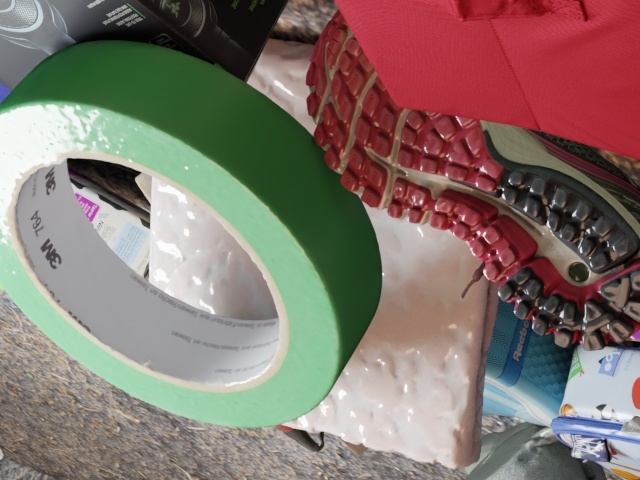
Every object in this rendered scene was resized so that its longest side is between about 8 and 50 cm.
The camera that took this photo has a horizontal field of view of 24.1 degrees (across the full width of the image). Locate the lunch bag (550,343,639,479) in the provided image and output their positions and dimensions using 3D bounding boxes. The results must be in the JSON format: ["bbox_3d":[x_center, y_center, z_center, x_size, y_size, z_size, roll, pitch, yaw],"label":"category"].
[{"bbox_3d":[0.370,0.187,1.358,0.303,0.115,0.243,28,166,-35],"label":"lunch bag"}]

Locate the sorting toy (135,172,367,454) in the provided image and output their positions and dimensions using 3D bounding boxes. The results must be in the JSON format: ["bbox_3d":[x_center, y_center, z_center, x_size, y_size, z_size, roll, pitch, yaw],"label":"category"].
[{"bbox_3d":[-0.038,0.051,1.472,0.257,0.089,0.255,53,-178,36],"label":"sorting toy"}]

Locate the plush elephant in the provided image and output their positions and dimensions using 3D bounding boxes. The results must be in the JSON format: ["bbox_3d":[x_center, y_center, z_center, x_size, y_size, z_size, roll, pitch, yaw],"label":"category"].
[{"bbox_3d":[0.272,0.329,1.619,0.255,0.272,0.330,49,136,1],"label":"plush elephant"}]

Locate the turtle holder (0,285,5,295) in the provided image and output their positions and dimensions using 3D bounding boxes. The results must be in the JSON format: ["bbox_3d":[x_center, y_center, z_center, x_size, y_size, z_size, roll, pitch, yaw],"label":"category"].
[{"bbox_3d":[-0.451,-0.025,1.730,0.320,0.243,0.227,-22,144,35],"label":"turtle holder"}]

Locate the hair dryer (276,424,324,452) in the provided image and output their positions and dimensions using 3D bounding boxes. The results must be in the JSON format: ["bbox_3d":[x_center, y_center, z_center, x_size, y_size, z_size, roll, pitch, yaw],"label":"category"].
[{"bbox_3d":[-0.076,0.123,1.531,0.224,0.080,0.293,49,-165,10],"label":"hair dryer"}]

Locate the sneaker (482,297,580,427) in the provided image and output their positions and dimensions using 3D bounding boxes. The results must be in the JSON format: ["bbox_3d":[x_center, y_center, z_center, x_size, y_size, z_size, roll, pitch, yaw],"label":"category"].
[{"bbox_3d":[0.119,0.087,1.452,0.208,0.127,0.319,-3,143,48],"label":"sneaker"}]

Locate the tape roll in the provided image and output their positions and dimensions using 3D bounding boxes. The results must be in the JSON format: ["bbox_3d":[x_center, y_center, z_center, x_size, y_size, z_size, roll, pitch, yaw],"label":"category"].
[{"bbox_3d":[-0.113,0.003,1.117,0.321,0.077,0.321,19,140,17],"label":"tape roll"}]

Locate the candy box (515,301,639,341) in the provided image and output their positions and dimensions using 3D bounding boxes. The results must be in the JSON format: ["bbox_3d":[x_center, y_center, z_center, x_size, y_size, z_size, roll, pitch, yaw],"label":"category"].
[{"bbox_3d":[0.250,0.040,1.297,0.186,0.053,0.109,6,151,45],"label":"candy box"}]

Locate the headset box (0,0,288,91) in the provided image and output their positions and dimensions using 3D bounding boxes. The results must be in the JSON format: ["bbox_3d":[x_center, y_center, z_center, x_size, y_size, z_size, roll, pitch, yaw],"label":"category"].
[{"bbox_3d":[-0.183,-0.206,1.113,0.283,0.131,0.246,37,153,-26],"label":"headset box"}]

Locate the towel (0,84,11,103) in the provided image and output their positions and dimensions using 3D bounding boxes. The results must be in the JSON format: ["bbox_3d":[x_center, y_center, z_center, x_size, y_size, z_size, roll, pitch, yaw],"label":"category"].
[{"bbox_3d":[-0.296,-0.175,1.414,0.308,0.076,0.227,11,160,32],"label":"towel"}]

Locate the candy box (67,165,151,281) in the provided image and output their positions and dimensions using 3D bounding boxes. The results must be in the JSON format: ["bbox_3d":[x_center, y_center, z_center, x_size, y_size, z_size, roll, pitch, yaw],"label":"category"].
[{"bbox_3d":[-0.246,-0.023,1.581,0.233,0.071,0.159,28,-179,15],"label":"candy box"}]

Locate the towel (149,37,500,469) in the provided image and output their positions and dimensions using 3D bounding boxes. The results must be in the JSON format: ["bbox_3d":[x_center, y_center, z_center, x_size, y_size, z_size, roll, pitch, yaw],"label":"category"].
[{"bbox_3d":[0.000,0.000,1.217,0.331,0.317,0.053,11,-167,32],"label":"towel"}]

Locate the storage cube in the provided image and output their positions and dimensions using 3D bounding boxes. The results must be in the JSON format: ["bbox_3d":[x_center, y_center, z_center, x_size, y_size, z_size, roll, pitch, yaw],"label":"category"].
[{"bbox_3d":[0.125,-0.174,0.760,0.183,0.215,0.193,15,162,25],"label":"storage cube"}]

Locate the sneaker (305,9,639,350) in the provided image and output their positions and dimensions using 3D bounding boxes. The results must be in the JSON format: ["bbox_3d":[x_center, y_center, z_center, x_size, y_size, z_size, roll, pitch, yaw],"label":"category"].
[{"bbox_3d":[0.110,-0.047,0.996,0.299,0.112,0.121,46,121,15],"label":"sneaker"}]
